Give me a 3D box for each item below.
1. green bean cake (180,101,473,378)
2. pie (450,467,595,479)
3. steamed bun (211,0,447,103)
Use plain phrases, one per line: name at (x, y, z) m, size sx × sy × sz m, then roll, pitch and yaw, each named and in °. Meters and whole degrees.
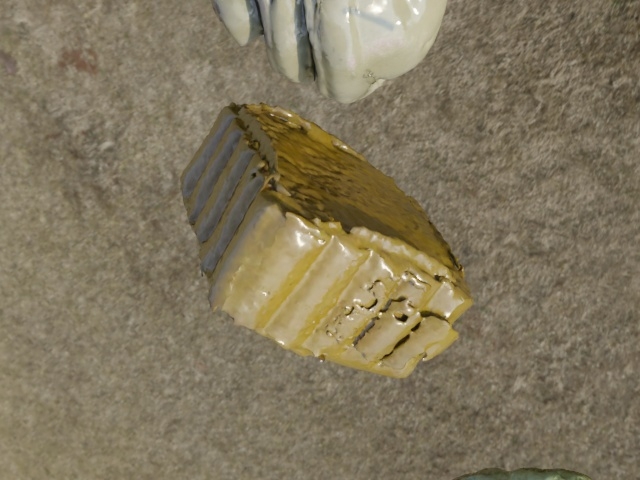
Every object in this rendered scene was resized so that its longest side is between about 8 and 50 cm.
green bean cake at (0.000, 0.000, 0.590) m, size 0.224 × 0.230 × 0.131 m, roll 26°, pitch 113°, yaw -31°
pie at (0.324, 0.396, 1.005) m, size 0.277 × 0.079 × 0.277 m, roll 4°, pitch 152°, yaw 2°
steamed bun at (-0.022, -0.343, 0.852) m, size 0.339 × 0.247 × 0.352 m, roll -6°, pitch 104°, yaw 66°
